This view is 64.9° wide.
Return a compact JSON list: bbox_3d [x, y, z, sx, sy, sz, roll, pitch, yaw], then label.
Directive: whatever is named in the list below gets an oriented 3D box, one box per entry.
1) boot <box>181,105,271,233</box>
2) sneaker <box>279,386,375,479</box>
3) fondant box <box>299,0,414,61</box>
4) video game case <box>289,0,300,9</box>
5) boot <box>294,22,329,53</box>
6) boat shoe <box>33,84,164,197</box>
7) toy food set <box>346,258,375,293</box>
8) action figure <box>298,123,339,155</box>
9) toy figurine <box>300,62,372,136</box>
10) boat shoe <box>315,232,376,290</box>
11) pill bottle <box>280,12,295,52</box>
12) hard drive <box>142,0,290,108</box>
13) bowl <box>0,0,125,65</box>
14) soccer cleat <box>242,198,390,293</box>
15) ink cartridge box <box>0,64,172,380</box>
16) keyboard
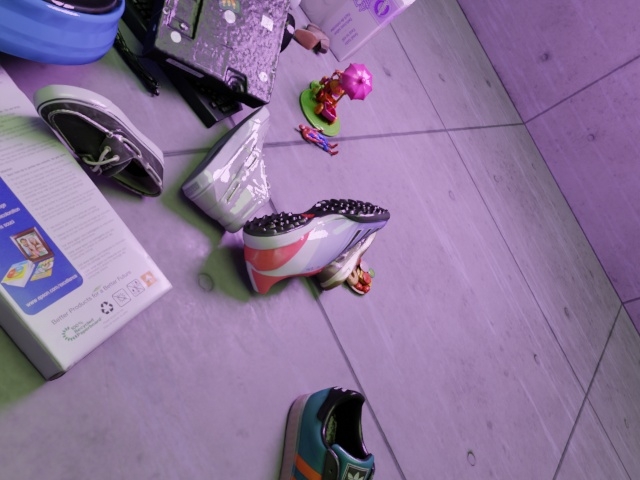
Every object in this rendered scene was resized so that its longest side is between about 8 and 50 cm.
[{"bbox_3d":[-0.133,-0.125,0.892,0.123,0.095,0.258,49,47,-23],"label":"boot"},{"bbox_3d":[0.011,0.352,0.702,0.108,0.121,0.302,28,48,-33],"label":"sneaker"},{"bbox_3d":[0.054,-0.689,1.331,0.330,0.238,0.096,52,38,-9],"label":"fondant box"},{"bbox_3d":[-0.190,-0.654,1.109,0.329,0.036,0.300,37,18,-27],"label":"video game case"},{"bbox_3d":[-0.024,-0.535,1.311,0.118,0.042,0.087,23,45,-39],"label":"boot"},{"bbox_3d":[-0.280,-0.124,0.673,0.219,0.077,0.070,40,33,-62],"label":"boat shoe"},{"bbox_3d":[0.079,0.070,1.042,0.083,0.020,0.083,42,41,-21],"label":"toy food set"},{"bbox_3d":[-0.004,-0.233,1.143,0.115,0.030,0.038,23,56,-35],"label":"action figure"},{"bbox_3d":[0.053,-0.356,1.178,0.130,0.159,0.173,30,46,-32],"label":"toy figurine"},{"bbox_3d":[0.047,0.005,1.002,0.073,0.080,0.224,52,43,-17],"label":"boat shoe"},{"bbox_3d":[-0.163,-0.477,1.046,0.219,0.122,0.123,15,56,-43],"label":"pill bottle"},{"bbox_3d":[-0.169,-0.443,0.913,0.236,0.064,0.339,16,81,-40],"label":"hard drive"},{"bbox_3d":[-0.433,-0.394,0.634,0.391,0.077,0.391,38,26,-23],"label":"bowl"},{"bbox_3d":[0.000,0.000,0.900,0.318,0.108,0.117,-16,116,-40],"label":"soccer cleat"},{"bbox_3d":[-0.355,-0.036,0.594,0.371,0.069,0.176,56,38,-8],"label":"ink cartridge box"},{"bbox_3d":[-0.282,-0.342,0.902,0.317,0.033,0.201,52,39,-9],"label":"keyboard"}]
